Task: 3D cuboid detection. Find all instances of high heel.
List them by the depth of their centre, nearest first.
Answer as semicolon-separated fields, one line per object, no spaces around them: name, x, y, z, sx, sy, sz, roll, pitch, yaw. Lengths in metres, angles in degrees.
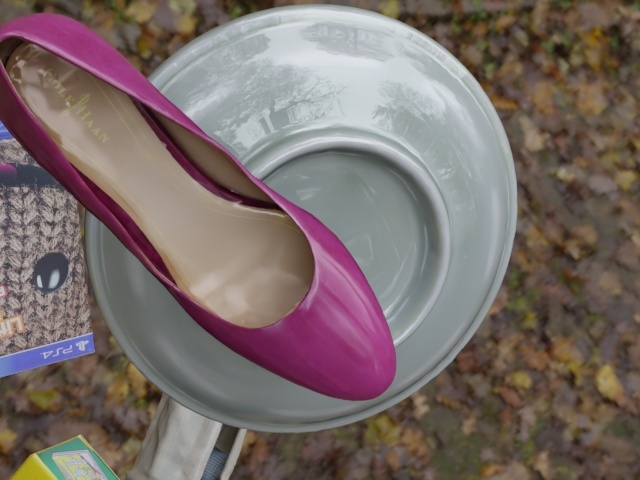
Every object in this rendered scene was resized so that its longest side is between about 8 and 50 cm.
high heel;-0.092;-0.010;0.916;0.377;0.181;0.127;40;93;0

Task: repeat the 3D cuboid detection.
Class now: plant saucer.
plant saucer;0.000;0.000;1.113;0.400;0.400;0.100;17;12;-20

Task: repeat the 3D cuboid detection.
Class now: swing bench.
swing bench;-0.151;0.269;1.814;0.254;0.165;0.253;32;79;-59

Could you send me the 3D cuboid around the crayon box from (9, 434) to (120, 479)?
crayon box;-0.264;0.456;1.404;0.363;0.313;0.106;46;17;13

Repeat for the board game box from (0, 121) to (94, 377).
board game box;-0.419;0.011;1.538;0.232;0.141;0.291;-15;112;-29
